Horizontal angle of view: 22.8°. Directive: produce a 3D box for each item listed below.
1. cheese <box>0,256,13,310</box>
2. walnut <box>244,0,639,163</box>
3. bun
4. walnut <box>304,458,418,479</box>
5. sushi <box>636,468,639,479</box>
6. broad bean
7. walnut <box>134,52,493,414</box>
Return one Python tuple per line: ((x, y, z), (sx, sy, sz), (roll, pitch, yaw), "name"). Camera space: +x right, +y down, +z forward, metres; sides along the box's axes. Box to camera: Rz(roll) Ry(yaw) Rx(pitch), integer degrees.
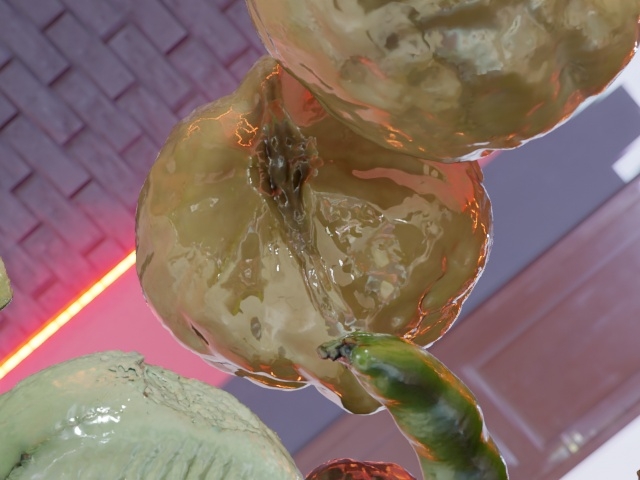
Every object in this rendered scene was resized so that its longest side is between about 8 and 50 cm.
((-0.195, 0.021, 0.759), (0.084, 0.041, 0.060), (-3, 51, -28), "cheese")
((0.089, -0.249, 1.265), (0.381, 0.381, 0.381), (49, 7, -9), "walnut")
((-0.114, 0.161, 0.808), (0.221, 0.221, 0.108), (46, 0, -28), "bun")
((0.062, 0.352, 1.766), (0.178, 0.178, 0.230), (37, 34, -60), "walnut")
((0.376, 0.242, 1.241), (0.237, 0.270, 0.171), (23, -15, -22), "sushi")
((0.077, 0.124, 1.052), (0.046, 0.065, 0.254), (46, -6, 47), "broad bean")
((-0.010, -0.003, 1.605), (0.383, 0.383, 0.383), (49, 7, -9), "walnut")
